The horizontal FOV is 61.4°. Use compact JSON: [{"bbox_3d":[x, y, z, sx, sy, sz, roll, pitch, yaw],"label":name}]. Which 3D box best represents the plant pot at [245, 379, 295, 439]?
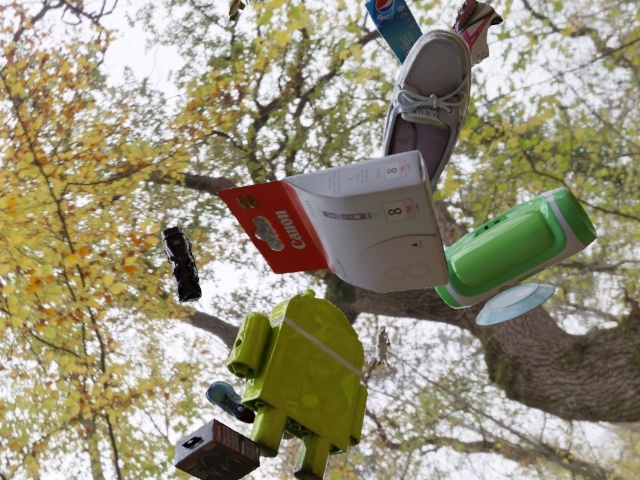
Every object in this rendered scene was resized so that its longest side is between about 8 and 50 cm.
[{"bbox_3d":[-0.102,0.464,1.556,0.215,0.215,0.231,-27,-44,-31],"label":"plant pot"}]

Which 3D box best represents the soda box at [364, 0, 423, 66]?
[{"bbox_3d":[0.166,-0.430,1.108,0.210,0.071,0.067,17,-133,-64],"label":"soda box"}]

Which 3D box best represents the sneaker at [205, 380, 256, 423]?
[{"bbox_3d":[-0.215,0.406,1.345,0.162,0.073,0.063,43,-109,-27],"label":"sneaker"}]

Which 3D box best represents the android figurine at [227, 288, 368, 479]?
[{"bbox_3d":[-0.019,0.192,0.779,0.248,0.056,0.273,39,-138,-25],"label":"android figurine"}]

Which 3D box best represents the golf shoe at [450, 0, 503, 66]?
[{"bbox_3d":[0.256,-0.331,0.953,0.085,0.067,0.186,25,-85,0],"label":"golf shoe"}]

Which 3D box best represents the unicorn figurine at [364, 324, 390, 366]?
[{"bbox_3d":[0.174,0.323,1.580,0.060,0.111,0.162,19,-80,-7],"label":"unicorn figurine"}]

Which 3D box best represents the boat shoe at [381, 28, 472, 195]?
[{"bbox_3d":[0.147,-0.146,0.805,0.118,0.103,0.321,17,-68,0],"label":"boat shoe"}]

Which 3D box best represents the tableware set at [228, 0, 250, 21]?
[{"bbox_3d":[-0.207,-0.612,1.345,0.024,0.154,0.104,33,-95,-1],"label":"tableware set"}]

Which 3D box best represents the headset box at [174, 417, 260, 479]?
[{"bbox_3d":[-0.118,0.240,0.607,0.062,0.032,0.083,-36,-57,15],"label":"headset box"}]

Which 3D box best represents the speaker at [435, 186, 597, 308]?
[{"bbox_3d":[0.362,0.020,1.039,0.131,0.296,0.131,36,-145,-31],"label":"speaker"}]

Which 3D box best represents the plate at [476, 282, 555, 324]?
[{"bbox_3d":[0.433,0.136,1.214,0.188,0.188,0.024,-28,-90,-31],"label":"plate"}]

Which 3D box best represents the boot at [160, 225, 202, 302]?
[{"bbox_3d":[-0.196,0.042,0.775,0.045,0.121,0.099,-18,-103,-14],"label":"boot"}]

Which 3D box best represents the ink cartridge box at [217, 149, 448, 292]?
[{"bbox_3d":[0.021,-0.002,0.630,0.189,0.232,0.066,62,-160,-49],"label":"ink cartridge box"}]
